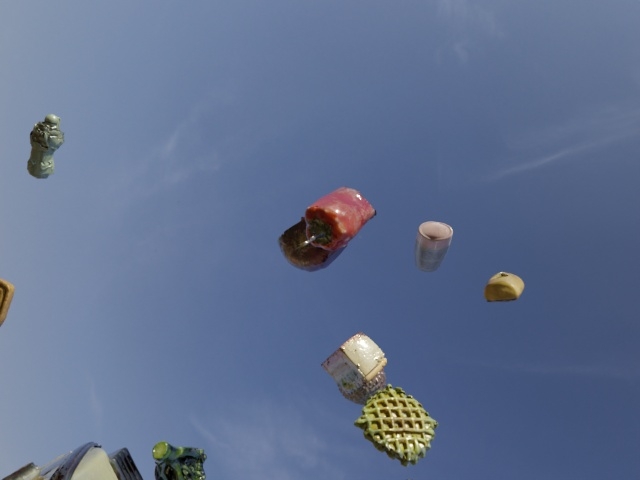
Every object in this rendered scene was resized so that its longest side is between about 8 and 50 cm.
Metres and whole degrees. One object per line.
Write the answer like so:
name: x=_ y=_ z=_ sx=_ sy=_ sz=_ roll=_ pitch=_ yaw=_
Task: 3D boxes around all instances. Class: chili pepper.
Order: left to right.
chili pepper: x=0.015 y=-0.028 z=0.808 sx=0.086 sy=0.192 sz=0.084 roll=-10 pitch=-69 yaw=45

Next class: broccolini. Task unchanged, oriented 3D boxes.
broccolini: x=-0.211 y=0.313 z=0.698 sx=0.068 sy=0.091 sz=0.202 roll=31 pitch=-35 yaw=28

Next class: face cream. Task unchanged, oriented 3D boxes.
face cream: x=0.279 y=0.018 z=1.234 sx=0.084 sy=0.198 sz=0.057 roll=6 pitch=-116 yaw=8

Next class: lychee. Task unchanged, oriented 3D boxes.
lychee: x=0.128 y=0.433 z=1.559 sx=0.165 sy=0.165 sz=0.197 roll=23 pitch=-58 yaw=39

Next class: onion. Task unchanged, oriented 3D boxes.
onion: x=0.000 y=0.000 z=1.356 sx=0.195 sy=0.218 sz=0.139 roll=-43 pitch=-103 yaw=21

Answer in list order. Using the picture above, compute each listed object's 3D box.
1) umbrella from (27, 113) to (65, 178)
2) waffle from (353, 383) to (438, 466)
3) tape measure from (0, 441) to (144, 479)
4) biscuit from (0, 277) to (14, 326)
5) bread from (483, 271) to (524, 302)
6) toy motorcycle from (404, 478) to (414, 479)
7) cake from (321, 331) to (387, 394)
umbrella: x=-0.588 y=-0.201 z=1.046 sx=0.062 sy=0.067 sz=0.143 roll=32 pitch=-74 yaw=34
waffle: x=0.215 y=0.511 z=1.360 sx=0.214 sy=0.208 sz=0.054 roll=39 pitch=-50 yaw=15
tape measure: x=-0.312 y=0.316 z=0.558 sx=0.232 sy=0.271 sz=0.132 roll=-30 pitch=-94 yaw=34
biscuit: x=-0.716 y=0.142 z=0.987 sx=0.221 sy=0.029 sz=0.141 roll=-31 pitch=-99 yaw=5
bread: x=0.412 y=0.100 z=1.101 sx=0.082 sy=0.115 sz=0.056 roll=-6 pitch=-82 yaw=35
toy motorcycle: x=0.202 y=0.582 z=0.977 sx=0.275 sy=0.187 sz=0.124 roll=-9 pitch=-66 yaw=9
cake: x=0.082 y=0.311 z=1.231 sx=0.109 sy=0.090 sz=0.225 roll=46 pitch=-28 yaw=11
